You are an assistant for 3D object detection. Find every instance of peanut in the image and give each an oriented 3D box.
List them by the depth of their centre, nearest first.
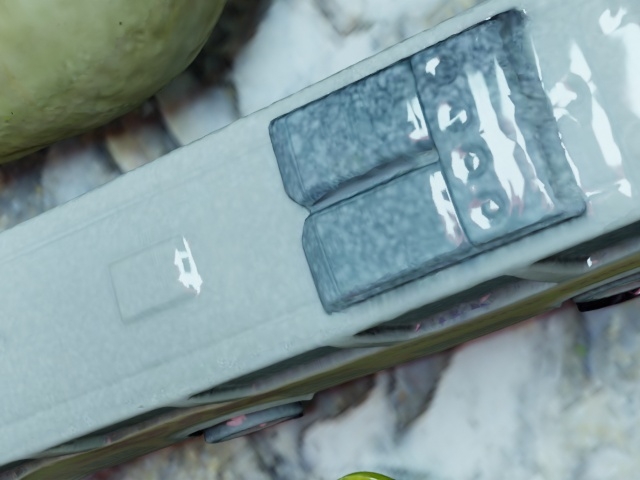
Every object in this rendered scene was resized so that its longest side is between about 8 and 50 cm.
[{"bbox_3d":[-0.150,-0.090,0.669,0.253,0.122,0.137,-22,98,30],"label":"peanut"}]

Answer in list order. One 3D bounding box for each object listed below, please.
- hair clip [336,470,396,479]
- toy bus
[{"bbox_3d":[0.005,0.167,0.630,0.072,0.046,0.173,16,99,18],"label":"hair clip"},{"bbox_3d":[0.000,0.000,0.579,0.343,0.138,0.097,-23,78,29],"label":"toy bus"}]
